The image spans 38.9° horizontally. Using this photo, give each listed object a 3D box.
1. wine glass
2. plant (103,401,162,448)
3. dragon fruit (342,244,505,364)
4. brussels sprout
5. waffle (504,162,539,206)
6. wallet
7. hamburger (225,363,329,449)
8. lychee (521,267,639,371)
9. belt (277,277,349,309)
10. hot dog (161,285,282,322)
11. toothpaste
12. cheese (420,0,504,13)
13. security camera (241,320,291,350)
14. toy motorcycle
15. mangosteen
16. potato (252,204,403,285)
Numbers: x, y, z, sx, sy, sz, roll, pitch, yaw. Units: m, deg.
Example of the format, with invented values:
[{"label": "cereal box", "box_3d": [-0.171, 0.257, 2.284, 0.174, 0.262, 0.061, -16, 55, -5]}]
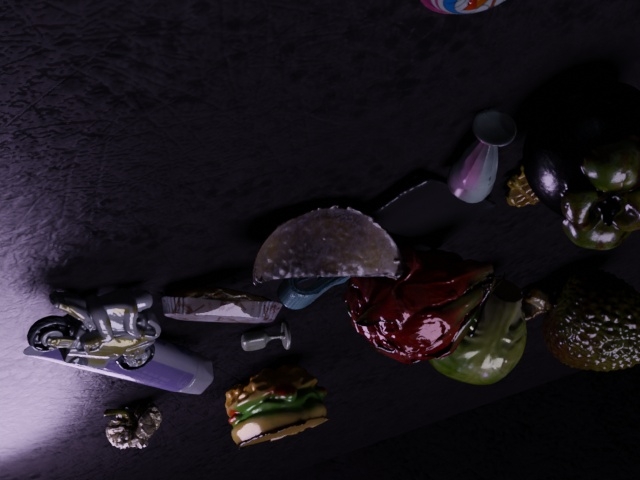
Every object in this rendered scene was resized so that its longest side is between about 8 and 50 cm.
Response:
[{"label": "wine glass", "box_3d": [0.234, -0.124, 1.330, 0.073, 0.073, 0.155, -19, 155, -12]}, {"label": "plant", "box_3d": [-0.390, 0.360, 1.833, 0.116, 0.104, 0.122, -52, 132, -25]}, {"label": "dragon fruit", "box_3d": [0.179, 0.096, 1.565, 0.293, 0.234, 0.234, -28, 159, 34]}, {"label": "brussels sprout", "box_3d": [0.334, 0.191, 1.953, 0.244, 0.244, 0.244, -20, 158, -9]}, {"label": "waffle", "box_3d": [0.398, -0.116, 1.548, 0.191, 0.038, 0.191, -20, 159, -8]}, {"label": "wallet", "box_3d": [0.179, -0.047, 1.501, 0.146, 0.030, 0.285, -31, 156, 26]}, {"label": "hamburger", "box_3d": [-0.097, 0.354, 1.982, 0.237, 0.149, 0.237, -15, 164, -5]}, {"label": "lychee", "box_3d": [0.667, 0.198, 2.234, 0.270, 0.320, 0.270, -38, 157, -19]}, {"label": "belt", "box_3d": [-0.011, 0.044, 1.483, 0.179, 0.100, 0.065, -22, 163, -48]}, {"label": "hot dog", "box_3d": [-0.155, 0.102, 1.430, 0.192, 0.053, 0.099, 2, 171, -10]}, {"label": "toothpaste", "box_3d": [-0.313, 0.194, 1.507, 0.125, 0.080, 0.371, -35, 150, 17]}, {"label": "cheese", "box_3d": [0.196, -0.291, 0.921, 0.244, 0.062, 0.155, -16, 155, -20]}, {"label": "security camera", "box_3d": [-0.107, 0.186, 1.734, 0.092, 0.058, 0.058, -3, 153, -15]}, {"label": "toy motorcycle", "box_3d": [-0.313, 0.126, 1.334, 0.151, 0.074, 0.228, -48, 139, 14]}, {"label": "mangosteen", "box_3d": [0.402, -0.112, 1.306, 0.243, 0.243, 0.243, -20, 158, -9]}, {"label": "potato", "box_3d": [-0.003, 0.000, 1.379, 0.261, 0.120, 0.100, 1, -172, -30]}]
